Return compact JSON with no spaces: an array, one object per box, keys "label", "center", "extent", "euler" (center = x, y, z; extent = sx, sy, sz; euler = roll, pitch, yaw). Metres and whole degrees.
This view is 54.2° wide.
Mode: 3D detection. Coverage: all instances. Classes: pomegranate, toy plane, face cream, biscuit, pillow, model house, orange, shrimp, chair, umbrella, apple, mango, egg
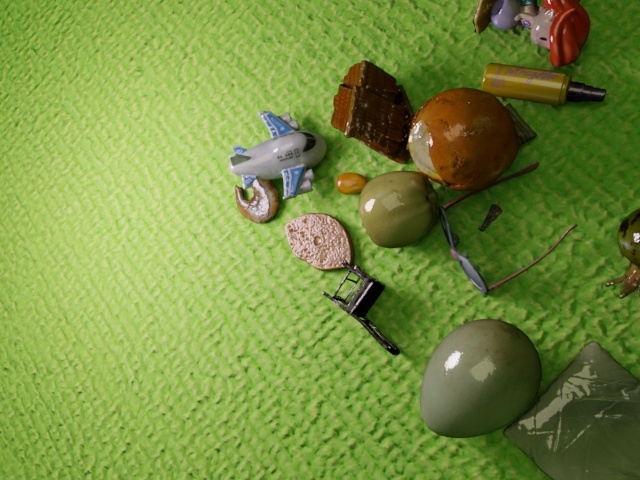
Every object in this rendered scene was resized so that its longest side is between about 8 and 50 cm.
[{"label":"pomegranate","center":[0.679,0.027,1.288],"extent":[0.156,0.156,0.220],"euler":[33,97,25]},{"label":"toy plane","center":[-0.111,-0.225,1.656],"extent":[0.267,0.122,0.267],"euler":[0,71,-1]},{"label":"face cream","center":[0.523,-0.361,1.469],"extent":[0.273,0.078,0.078],"euler":[16,85,24]},{"label":"biscuit","center":[0.000,0.000,1.634],"extent":[0.220,0.029,0.142],"euler":[26,91,25]},{"label":"pillow","center":[0.405,-0.232,1.512],"extent":[0.203,0.038,0.113],"euler":[-38,68,12]},{"label":"model house","center":[0.131,-0.324,1.546],"extent":[0.219,0.229,0.199],"euler":[22,93,24]},{"label":"orange","center":[0.316,-0.223,1.399],"extent":[0.240,0.240,0.240],"euler":[-5,77,21]},{"label":"shrimp","center":[-0.188,-0.132,1.727],"extent":[0.132,0.051,0.187],"euler":[-33,71,13]},{"label":"chair","center":[0.125,0.161,1.509],"extent":[0.229,0.106,0.113],"euler":[37,96,23]},{"label":"umbrella","center":[0.405,-0.057,1.487],"extent":[0.031,0.020,0.083],"euler":[31,92,-14]},{"label":"apple","center":[0.181,-0.075,1.491],"extent":[0.200,0.200,0.200],"euler":[-5,77,21]},{"label":"mango","center":[0.083,-0.147,1.625],"extent":[0.089,0.046,0.060],"euler":[7,83,11]},{"label":"pillow","center":[0.572,0.398,1.289],"extent":[0.274,0.076,0.281],"euler":[43,93,14]},{"label":"egg","center":[0.331,0.301,1.335],"extent":[0.218,0.218,0.295],"euler":[46,111,24]}]

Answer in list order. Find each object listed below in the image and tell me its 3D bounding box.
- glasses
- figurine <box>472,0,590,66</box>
[{"label":"glasses","center":[0.422,-0.026,1.440],"extent":[0.268,0.118,0.234],"euler":[-27,68,5]},{"label":"figurine","center":[0.514,-0.539,1.465],"extent":[0.257,0.181,0.208],"euler":[27,61,18]}]
